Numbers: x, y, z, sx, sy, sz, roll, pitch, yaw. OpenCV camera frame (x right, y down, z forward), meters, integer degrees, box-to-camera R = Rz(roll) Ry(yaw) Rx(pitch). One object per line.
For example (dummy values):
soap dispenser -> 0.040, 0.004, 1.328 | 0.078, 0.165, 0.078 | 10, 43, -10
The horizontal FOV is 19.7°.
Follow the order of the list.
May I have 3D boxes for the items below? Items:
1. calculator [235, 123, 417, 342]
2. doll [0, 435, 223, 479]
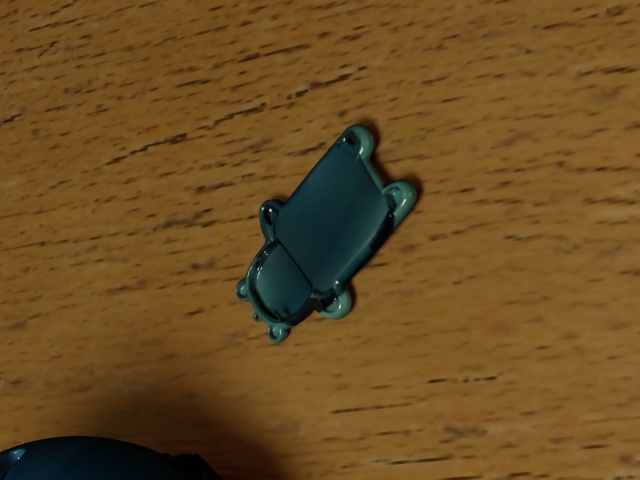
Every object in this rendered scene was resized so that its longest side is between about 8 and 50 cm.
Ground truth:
calculator -> 0.000, 0.000, 1.113 | 0.141, 0.019, 0.094 | -50, 58, 24
doll -> -0.162, 0.249, 1.071 | 0.310, 0.284, 0.240 | -33, 108, 26
